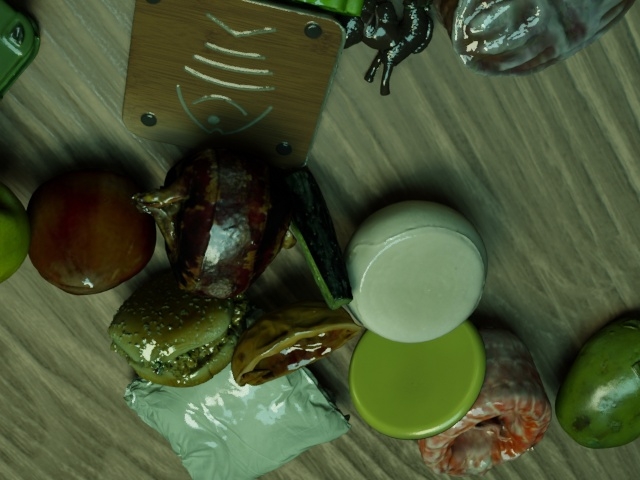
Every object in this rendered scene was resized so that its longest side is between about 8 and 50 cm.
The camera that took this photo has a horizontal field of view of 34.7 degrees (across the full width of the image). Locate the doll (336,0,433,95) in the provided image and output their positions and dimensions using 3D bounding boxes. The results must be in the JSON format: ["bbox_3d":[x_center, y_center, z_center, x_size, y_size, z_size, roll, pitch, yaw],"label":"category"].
[{"bbox_3d":[0.084,-0.293,1.438,0.139,0.057,0.165,28,115,-17],"label":"doll"}]

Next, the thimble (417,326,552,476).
[{"bbox_3d":[0.259,0.274,1.702,0.239,0.162,0.239,-11,140,-10],"label":"thimble"}]

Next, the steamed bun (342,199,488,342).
[{"bbox_3d":[0.139,0.038,1.591,0.232,0.145,0.231,-5,118,-9],"label":"steamed bun"}]

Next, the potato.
[{"bbox_3d":[0.509,0.240,1.735,0.253,0.148,0.186,-43,130,12],"label":"potato"}]

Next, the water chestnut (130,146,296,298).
[{"bbox_3d":[-0.160,-0.032,1.495,0.238,0.223,0.223,1,123,-21],"label":"water chestnut"}]

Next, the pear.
[{"bbox_3d":[-0.506,0.003,1.417,0.216,0.180,0.166,-29,108,21],"label":"pear"}]

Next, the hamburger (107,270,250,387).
[{"bbox_3d":[-0.217,0.123,1.605,0.215,0.189,0.122,-36,132,-26],"label":"hamburger"}]

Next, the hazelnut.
[{"bbox_3d":[-0.342,-0.001,1.516,0.208,0.208,0.208,-1,122,-2],"label":"hazelnut"}]

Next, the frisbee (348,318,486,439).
[{"bbox_3d":[0.150,0.203,1.639,0.236,0.235,0.017,-27,146,14],"label":"frisbee"}]

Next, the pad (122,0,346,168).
[{"bbox_3d":[-0.130,-0.227,1.453,0.287,0.018,0.284,12,136,-7],"label":"pad"}]

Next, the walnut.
[{"bbox_3d":[-0.047,0.144,1.579,0.211,0.087,0.167,-25,157,1],"label":"walnut"}]

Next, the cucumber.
[{"bbox_3d":[0.003,0.000,1.531,0.062,0.211,0.078,-22,160,-10],"label":"cucumber"}]

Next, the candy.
[{"bbox_3d":[0.290,-0.345,1.356,0.290,0.157,0.214,-33,132,9],"label":"candy"}]

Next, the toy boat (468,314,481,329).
[{"bbox_3d":[0.172,0.158,1.708,0.186,0.077,0.075,-21,121,11],"label":"toy boat"}]

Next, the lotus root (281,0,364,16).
[{"bbox_3d":[-0.017,-0.388,1.326,0.186,0.186,0.186,-1,122,-2],"label":"lotus root"}]

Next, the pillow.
[{"bbox_3d":[-0.148,0.277,1.739,0.310,0.138,0.283,-29,110,13],"label":"pillow"}]

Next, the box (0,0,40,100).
[{"bbox_3d":[-0.535,-0.225,1.318,0.253,0.178,0.328,41,82,-25],"label":"box"}]
